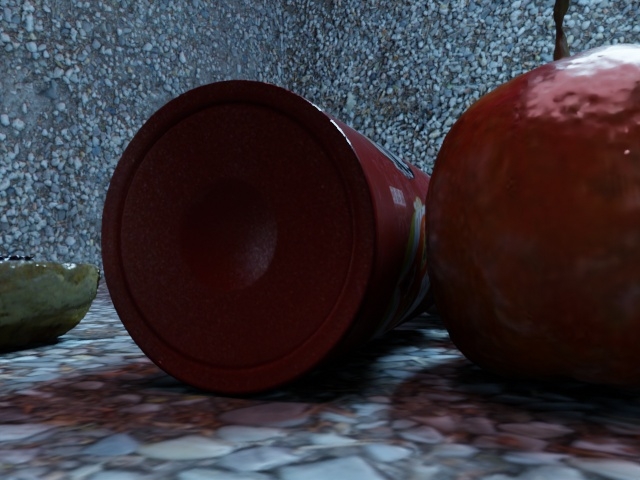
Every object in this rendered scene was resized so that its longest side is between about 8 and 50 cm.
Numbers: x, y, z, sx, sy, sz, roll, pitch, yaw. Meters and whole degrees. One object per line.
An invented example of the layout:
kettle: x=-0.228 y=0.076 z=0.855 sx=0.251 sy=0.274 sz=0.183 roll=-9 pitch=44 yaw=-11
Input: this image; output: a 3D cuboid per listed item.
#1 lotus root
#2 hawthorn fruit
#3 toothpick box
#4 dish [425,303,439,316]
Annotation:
lotus root: x=-0.347 y=0.075 z=0.520 sx=0.167 sy=0.078 sz=0.329 roll=-28 pitch=-12 yaw=27
hawthorn fruit: x=0.176 y=-0.041 z=0.388 sx=0.242 sy=0.272 sz=0.242 roll=-10 pitch=3 yaw=0
toothpick box: x=0.000 y=0.000 z=0.514 sx=0.204 sy=0.204 sz=0.333 roll=-2 pitch=-2 yaw=22
dish: x=0.167 y=0.033 z=0.747 sx=0.213 sy=0.090 sz=0.213 roll=-3 pitch=23 yaw=1
